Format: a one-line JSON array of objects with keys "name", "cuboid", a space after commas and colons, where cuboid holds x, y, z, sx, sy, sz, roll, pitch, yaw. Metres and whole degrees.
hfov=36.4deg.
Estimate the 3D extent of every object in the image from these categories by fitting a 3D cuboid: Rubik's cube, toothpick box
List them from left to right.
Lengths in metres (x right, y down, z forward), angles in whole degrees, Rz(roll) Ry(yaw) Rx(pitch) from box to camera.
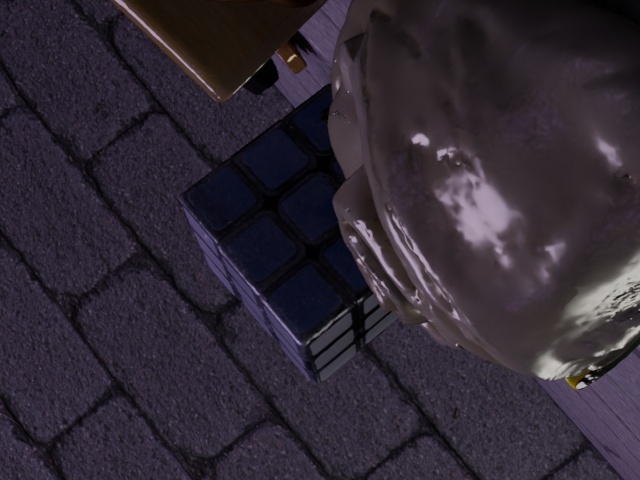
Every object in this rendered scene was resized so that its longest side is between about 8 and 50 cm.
[{"name": "toothpick box", "cuboid": [-0.148, -0.278, 0.786, 0.308, 0.190, 0.187, 43, -176, -25]}, {"name": "Rubik's cube", "cuboid": [0.000, 0.000, 1.515, 0.305, 0.301, 0.303, 49, 170, 18]}]

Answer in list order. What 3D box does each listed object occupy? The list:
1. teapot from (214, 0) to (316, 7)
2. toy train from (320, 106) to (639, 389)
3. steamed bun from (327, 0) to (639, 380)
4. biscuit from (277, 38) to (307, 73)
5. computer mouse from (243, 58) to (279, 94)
[{"name": "teapot", "cuboid": [-0.062, -0.219, 0.596, 0.178, 0.135, 0.252, 15, -179, 33]}, {"name": "toy train", "cuboid": [0.110, -0.029, 0.697, 0.160, 0.100, 0.296, 45, -176, -47]}, {"name": "steamed bun", "cuboid": [0.077, -0.022, 0.451, 0.218, 0.144, 0.211, 51, -177, 40]}, {"name": "biscuit", "cuboid": [-0.076, -0.319, 1.457, 0.144, 0.040, 0.236, 57, -174, -19]}, {"name": "computer mouse", "cuboid": [-0.168, -0.353, 1.552, 0.170, 0.100, 0.269, 49, -168, -52]}]
